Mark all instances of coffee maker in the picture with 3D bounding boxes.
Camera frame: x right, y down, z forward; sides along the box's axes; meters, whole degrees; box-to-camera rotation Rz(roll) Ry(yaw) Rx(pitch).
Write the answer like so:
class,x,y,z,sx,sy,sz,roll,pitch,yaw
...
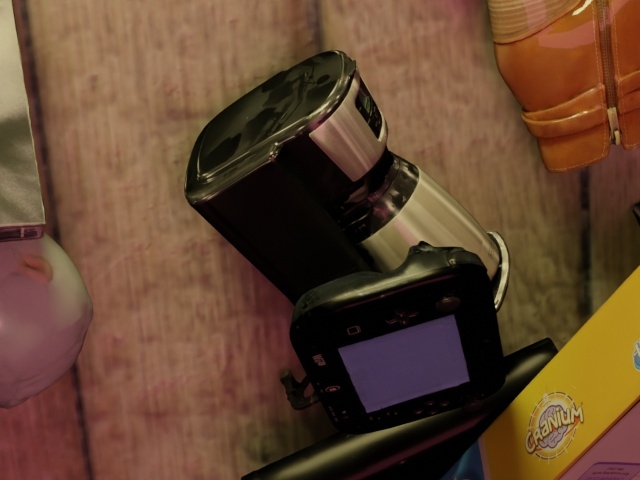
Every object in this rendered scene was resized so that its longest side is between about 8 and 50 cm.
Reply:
class,x,y,z,sx,sy,sz,roll,pitch,yaw
coffee maker,0.000,0.000,0.990,0.171,0.120,0.178,-42,113,1

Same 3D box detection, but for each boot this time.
class,x,y,z,sx,sy,sz,roll,pitch,yaw
boot,0.205,-0.138,1.035,0.197,0.073,0.152,-19,111,3

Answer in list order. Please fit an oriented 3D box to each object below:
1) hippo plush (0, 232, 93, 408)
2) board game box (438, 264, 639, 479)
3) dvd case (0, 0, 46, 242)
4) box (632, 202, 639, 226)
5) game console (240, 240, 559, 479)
class,x,y,z,sx,sy,sz,roll,pitch,yaw
hippo plush,-0.261,0.058,0.908,0.236,0.294,0.234,-31,143,-31
board game box,0.221,0.134,0.998,0.242,0.064,0.316,7,140,-26
dvd case,-0.238,-0.087,0.854,0.165,0.221,0.018,-5,144,-15
box,0.340,0.003,1.093,0.207,0.108,0.153,-32,114,-2
game console,0.044,0.098,0.957,0.213,0.044,0.361,-25,154,-2
